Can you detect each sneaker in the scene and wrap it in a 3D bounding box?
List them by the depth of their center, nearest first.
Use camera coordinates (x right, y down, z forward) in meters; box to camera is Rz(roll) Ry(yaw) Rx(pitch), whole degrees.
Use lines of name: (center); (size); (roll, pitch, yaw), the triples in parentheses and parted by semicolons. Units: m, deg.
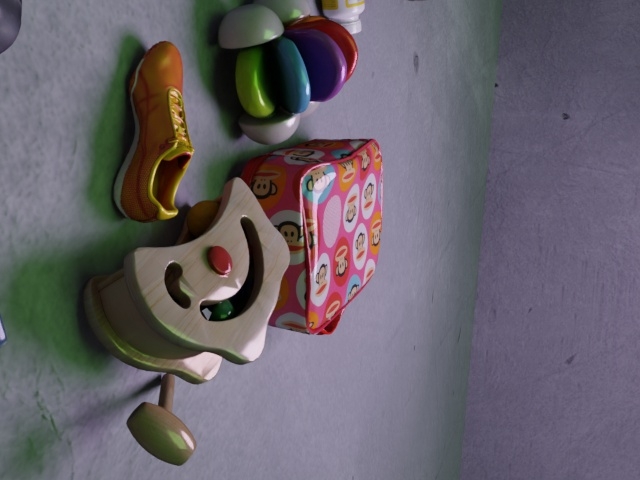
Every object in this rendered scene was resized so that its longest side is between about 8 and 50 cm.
sneaker: (-0.144, -0.102, 0.648); (0.064, 0.067, 0.175); (16, 77, -65)

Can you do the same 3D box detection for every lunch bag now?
lunch bag: (0.000, 0.000, 0.931); (0.293, 0.120, 0.258); (-32, 123, -63)

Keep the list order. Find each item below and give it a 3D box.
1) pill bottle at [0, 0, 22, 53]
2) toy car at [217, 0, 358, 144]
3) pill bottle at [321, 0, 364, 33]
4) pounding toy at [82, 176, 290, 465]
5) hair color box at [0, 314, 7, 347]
pill bottle: (-0.226, -0.182, 0.365); (0.130, 0.131, 0.245); (0, 93, -67)
toy car: (-0.028, -0.208, 0.813); (0.182, 0.136, 0.159); (-55, 142, -50)
pill bottle: (0.031, -0.367, 1.018); (0.065, 0.065, 0.116); (-50, 138, -54)
pounding toy: (-0.150, 0.063, 0.660); (0.154, 0.155, 0.269); (44, 37, -25)
hair color box: (-0.257, -0.097, 0.250); (0.105, 0.174, 0.347); (-44, 134, -59)
